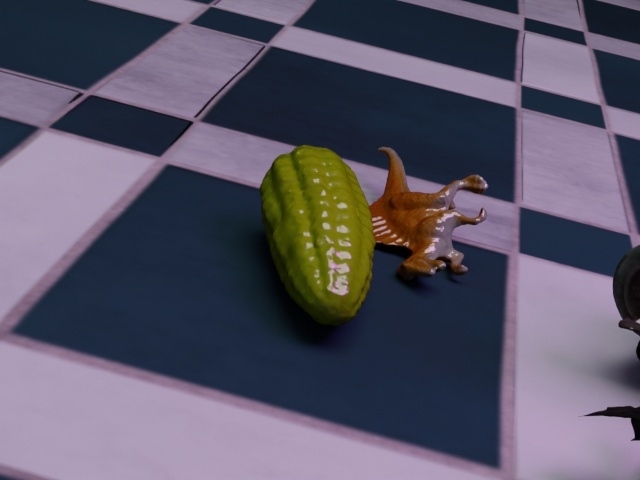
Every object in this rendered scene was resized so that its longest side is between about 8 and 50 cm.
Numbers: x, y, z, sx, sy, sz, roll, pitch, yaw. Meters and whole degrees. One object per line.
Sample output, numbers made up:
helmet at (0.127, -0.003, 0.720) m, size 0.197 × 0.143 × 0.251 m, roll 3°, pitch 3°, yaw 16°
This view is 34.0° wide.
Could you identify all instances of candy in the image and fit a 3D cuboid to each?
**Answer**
candy at (0.000, 0.000, 0.879) m, size 0.097 × 0.096 × 0.209 m, roll 7°, pitch 32°, yaw -12°

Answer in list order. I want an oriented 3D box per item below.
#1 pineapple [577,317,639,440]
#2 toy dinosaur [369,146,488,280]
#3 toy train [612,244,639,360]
pineapple at (0.337, 0.148, 0.608) m, size 0.364 × 0.165 × 0.165 m, roll 38°, pitch 34°, yaw 25°
toy dinosaur at (0.084, -0.021, 1.023) m, size 0.142 × 0.057 × 0.212 m, roll -29°, pitch 33°, yaw -28°
toy train at (0.367, 0.017, 0.784) m, size 0.150 × 0.304 × 0.221 m, roll -16°, pitch 48°, yaw -44°
